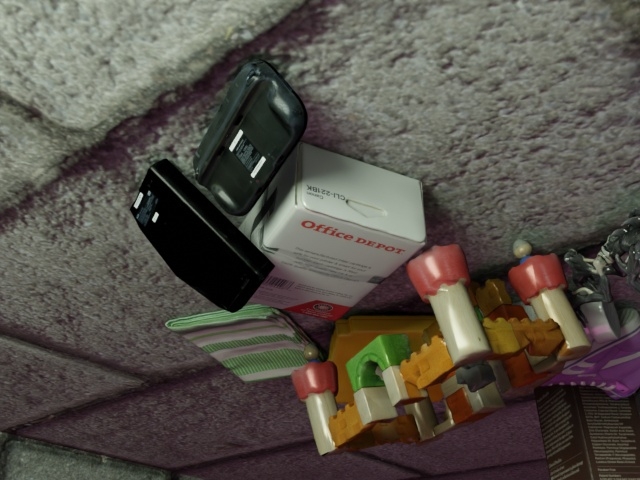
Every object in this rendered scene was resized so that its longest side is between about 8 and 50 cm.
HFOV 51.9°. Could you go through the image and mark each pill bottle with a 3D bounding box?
[{"bbox_3d":[0.421,0.159,1.209,0.221,0.121,0.121,-22,142,32],"label":"pill bottle"}]

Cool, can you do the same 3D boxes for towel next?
[{"bbox_3d":[-0.137,0.229,1.408,0.248,0.038,0.325,-11,146,20],"label":"towel"}]

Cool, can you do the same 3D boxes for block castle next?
[{"bbox_3d":[0.178,0.176,1.088,0.303,0.213,0.453,4,144,-32],"label":"block castle"}]

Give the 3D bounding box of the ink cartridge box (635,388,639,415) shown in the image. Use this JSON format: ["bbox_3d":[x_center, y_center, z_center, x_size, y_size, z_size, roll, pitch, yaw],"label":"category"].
[{"bbox_3d":[0.816,0.299,1.349,0.223,0.129,0.307,1,131,-3],"label":"ink cartridge box"}]

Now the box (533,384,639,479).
[{"bbox_3d":[0.557,0.405,1.359,0.143,0.381,0.191,1,149,-6],"label":"box"}]

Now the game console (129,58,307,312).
[{"bbox_3d":[-0.117,-0.059,0.839,0.213,0.044,0.361,45,132,5],"label":"game console"}]

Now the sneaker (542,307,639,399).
[{"bbox_3d":[0.508,0.260,1.273,0.282,0.102,0.161,-24,103,9],"label":"sneaker"}]

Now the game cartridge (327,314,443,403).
[{"bbox_3d":[0.156,0.258,1.405,0.285,0.053,0.324,1,140,-7],"label":"game cartridge"}]

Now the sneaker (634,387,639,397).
[{"bbox_3d":[0.751,0.290,1.481,0.234,0.084,0.097,-2,128,0],"label":"sneaker"}]

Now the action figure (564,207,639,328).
[{"bbox_3d":[0.476,0.036,0.982,0.141,0.164,0.276,37,150,-1],"label":"action figure"}]

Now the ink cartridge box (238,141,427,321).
[{"bbox_3d":[0.000,0.000,0.963,0.197,0.114,0.273,15,146,-21],"label":"ink cartridge box"}]
